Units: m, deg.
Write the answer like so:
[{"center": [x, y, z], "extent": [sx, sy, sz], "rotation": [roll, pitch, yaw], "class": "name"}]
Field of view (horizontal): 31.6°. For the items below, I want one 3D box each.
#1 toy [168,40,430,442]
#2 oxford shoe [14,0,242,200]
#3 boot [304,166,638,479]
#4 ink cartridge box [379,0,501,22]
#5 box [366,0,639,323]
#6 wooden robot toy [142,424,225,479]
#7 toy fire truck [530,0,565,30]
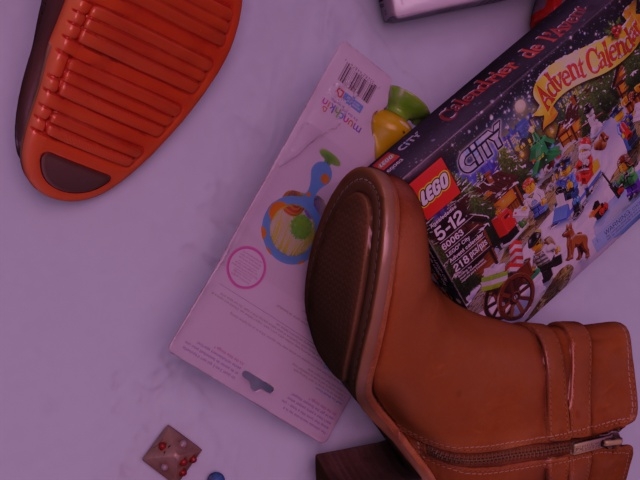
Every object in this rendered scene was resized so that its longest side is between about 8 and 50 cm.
[{"center": [0.000, 0.000, 0.776], "extent": [0.137, 0.056, 0.237], "rotation": [35, 79, -27], "class": "toy"}, {"center": [-0.129, -0.204, 0.775], "extent": [0.130, 0.132, 0.364], "rotation": [26, 86, -52], "class": "oxford shoe"}, {"center": [0.110, 0.077, 0.729], "extent": [0.220, 0.109, 0.284], "rotation": [-9, 109, -17], "class": "boot"}, {"center": [0.141, -0.273, 0.818], "extent": [0.232, 0.066, 0.189], "rotation": [-13, 99, -6], "class": "ink cartridge box"}, {"center": [0.159, -0.055, 0.795], "extent": [0.233, 0.044, 0.159], "rotation": [-41, 121, -13], "class": "box"}, {"center": [-0.104, 0.203, 0.715], "extent": [0.076, 0.079, 0.173], "rotation": [13, 78, -11], "class": "wooden robot toy"}, {"center": [0.257, -0.192, 0.880], "extent": [0.192, 0.047, 0.135], "rotation": [7, 79, -11], "class": "toy fire truck"}]
